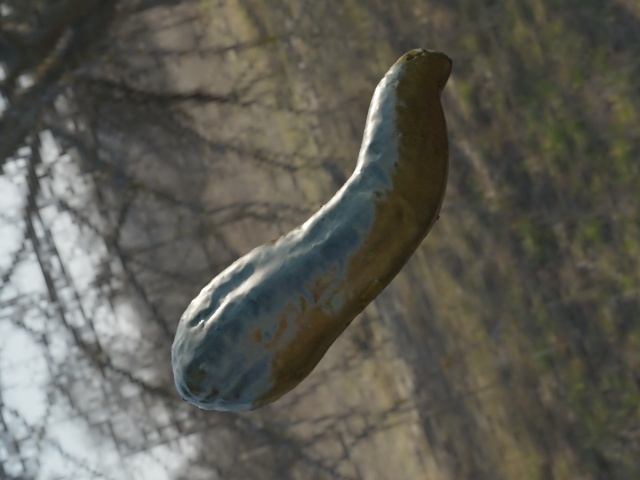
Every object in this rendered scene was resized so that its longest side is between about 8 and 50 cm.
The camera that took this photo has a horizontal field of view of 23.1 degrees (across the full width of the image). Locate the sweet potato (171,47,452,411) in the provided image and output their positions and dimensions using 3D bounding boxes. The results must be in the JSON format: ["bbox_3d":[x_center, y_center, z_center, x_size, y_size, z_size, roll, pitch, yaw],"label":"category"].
[{"bbox_3d":[0.005,0.002,0.822,0.081,0.233,0.062,41,-176,29],"label":"sweet potato"}]
